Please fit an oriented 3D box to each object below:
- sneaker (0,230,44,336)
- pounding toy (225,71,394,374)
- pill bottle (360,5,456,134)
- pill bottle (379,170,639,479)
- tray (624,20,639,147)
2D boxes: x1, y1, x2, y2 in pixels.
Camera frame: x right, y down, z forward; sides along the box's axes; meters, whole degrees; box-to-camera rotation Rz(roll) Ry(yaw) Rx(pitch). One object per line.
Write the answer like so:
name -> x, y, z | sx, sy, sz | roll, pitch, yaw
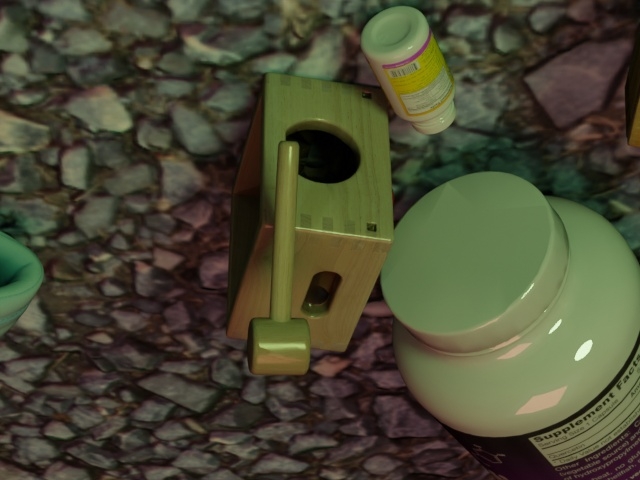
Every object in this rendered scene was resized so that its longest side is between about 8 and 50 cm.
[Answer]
sneaker -> -0.338, -0.027, 0.899 | 0.150, 0.135, 0.366 | -33, 142, 25
pounding toy -> 0.002, -0.001, 0.857 | 0.094, 0.206, 0.181 | 8, 142, -11
pill bottle -> 0.058, -0.103, 0.858 | 0.043, 0.043, 0.083 | -13, 142, 16
pill bottle -> 0.170, 0.090, 1.001 | 0.181, 0.181, 0.323 | -19, 139, 23
tray -> 0.384, -0.119, 0.720 | 0.411, 0.076, 0.203 | 8, 128, 4
